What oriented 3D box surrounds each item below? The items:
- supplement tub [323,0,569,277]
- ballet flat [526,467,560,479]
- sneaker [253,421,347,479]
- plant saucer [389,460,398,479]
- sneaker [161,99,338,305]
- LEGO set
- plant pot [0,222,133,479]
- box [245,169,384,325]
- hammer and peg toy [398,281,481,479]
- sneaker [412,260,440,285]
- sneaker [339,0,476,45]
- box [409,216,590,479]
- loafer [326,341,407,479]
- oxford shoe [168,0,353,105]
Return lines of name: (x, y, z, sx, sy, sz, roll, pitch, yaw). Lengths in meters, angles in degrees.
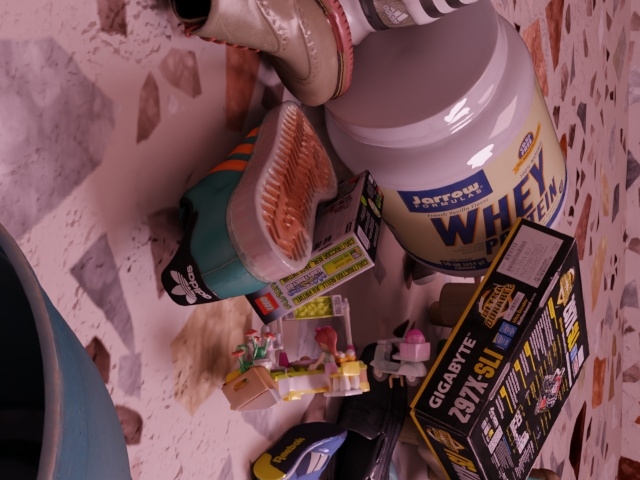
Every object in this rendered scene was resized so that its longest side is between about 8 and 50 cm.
supplement tub: (0.144, -0.124, 1.128, 0.325, 0.235, 0.235, 50, 51, -54)
ballet flat: (0.196, 0.414, 1.373, 0.124, 0.342, 0.116, 24, 40, -20)
sneaker: (-0.021, 0.243, 1.068, 0.144, 0.053, 0.059, -26, 117, -50)
plant saucer: (0.064, 0.347, 1.268, 0.195, 0.037, 0.195, -14, 106, -61)
sneaker: (-0.066, -0.039, 0.895, 0.108, 0.121, 0.302, 60, 20, -16)
LEGO set: (-0.020, 0.106, 0.985, 0.287, 0.132, 0.107, 2, 79, -49)
plant pot: (-0.211, 0.131, 0.476, 0.255, 0.271, 0.272, 73, 31, -64)
box: (0.000, 0.000, 0.925, 0.036, 0.114, 0.207, 57, 16, -13)
hammer and peg toy: (0.197, 0.215, 1.410, 0.361, 0.127, 0.266, 54, 49, -52)
sneaker: (0.149, -0.011, 1.375, 0.065, 0.061, 0.158, 39, 55, -27)
sneaker: (0.136, -0.414, 1.000, 0.169, 0.257, 0.448, 41, 48, -58)
box: (0.226, 0.164, 1.167, 0.257, 0.079, 0.322, -59, 151, -18)
loafer: (0.054, 0.227, 1.182, 0.078, 0.076, 0.223, 37, 59, -53)
oxford shoe: (-0.073, -0.216, 0.862, 0.130, 0.123, 0.348, -48, 145, -10)
